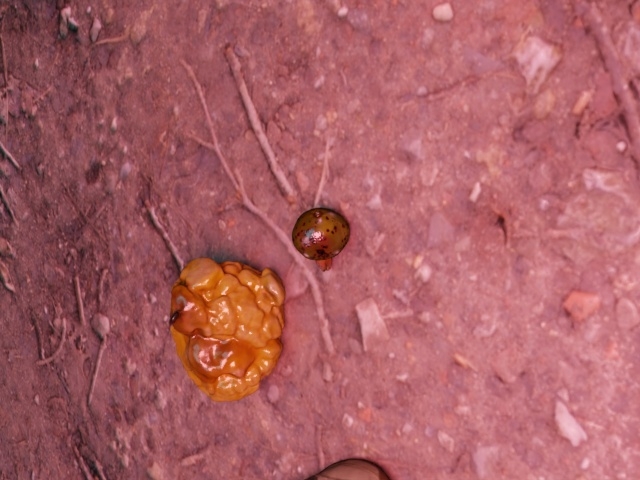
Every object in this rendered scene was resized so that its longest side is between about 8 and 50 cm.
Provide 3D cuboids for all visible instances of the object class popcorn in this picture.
[{"bbox_3d":[-0.124,0.107,1.124,0.140,0.163,0.194,19,138,56],"label":"popcorn"}]

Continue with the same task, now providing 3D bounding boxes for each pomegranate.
[{"bbox_3d":[-0.003,0.000,1.055,0.073,0.073,0.084,27,109,35],"label":"pomegranate"}]

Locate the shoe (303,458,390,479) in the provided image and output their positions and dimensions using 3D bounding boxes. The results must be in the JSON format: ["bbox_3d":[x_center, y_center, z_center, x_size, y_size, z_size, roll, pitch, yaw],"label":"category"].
[{"bbox_3d":[-0.016,0.362,1.074,0.275,0.098,0.103,-37,74,34],"label":"shoe"}]
